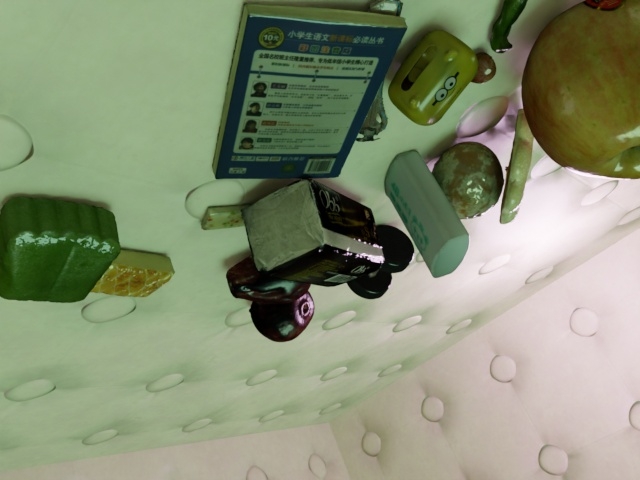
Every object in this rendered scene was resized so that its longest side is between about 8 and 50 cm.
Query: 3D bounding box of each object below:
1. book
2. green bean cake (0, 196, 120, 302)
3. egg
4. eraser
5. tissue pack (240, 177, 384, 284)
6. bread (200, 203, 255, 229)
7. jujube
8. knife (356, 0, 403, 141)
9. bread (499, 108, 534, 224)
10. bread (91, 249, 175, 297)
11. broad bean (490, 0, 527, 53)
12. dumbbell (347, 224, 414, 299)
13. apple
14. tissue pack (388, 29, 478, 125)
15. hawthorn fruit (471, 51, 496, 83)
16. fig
[{"bbox_3d":[-0.040,-0.266,1.172,0.300,0.039,0.428,-2,147,-21],"label":"book"},{"bbox_3d":[-0.558,0.026,1.230,0.222,0.125,0.248,7,138,-42],"label":"green bean cake"},{"bbox_3d":[0.388,-0.159,1.571,0.195,0.195,0.233,-15,139,-16],"label":"egg"},{"bbox_3d":[0.269,-0.070,1.527,0.104,0.290,0.189,-15,148,-16],"label":"eraser"},{"bbox_3d":[0.000,0.000,1.492,0.210,0.198,0.370,-27,159,21],"label":"tissue pack"},{"bbox_3d":[-0.213,-0.057,1.454,0.153,0.028,0.068,-6,146,-34],"label":"bread"},{"bbox_3d":[-0.143,0.105,1.661,0.236,0.168,0.168,-10,150,-19],"label":"jujube"},{"bbox_3d":[0.110,-0.336,1.203,0.089,0.043,0.365,-17,150,-13],"label":"knife"},{"bbox_3d":[0.512,-0.189,1.548,0.054,0.316,0.316,11,156,14],"label":"bread"},{"bbox_3d":[-0.471,0.083,1.452,0.125,0.068,0.188,-39,149,28],"label":"bread"},{"bbox_3d":[0.382,-0.446,1.212,0.061,0.046,0.195,-33,158,-8],"label":"broad bean"},{"bbox_3d":[0.181,0.071,1.852,0.152,0.152,0.218,-8,148,-29],"label":"dumbbell"},{"bbox_3d":[0.631,-0.309,1.253,0.391,0.347,0.391,4,153,2],"label":"apple"},{"bbox_3d":[0.222,-0.326,1.192,0.178,0.123,0.127,-51,154,17],"label":"tissue pack"},{"bbox_3d":[0.334,-0.365,1.301,0.103,0.067,0.066,-35,151,25],"label":"hawthorn fruit"},{"bbox_3d":[-0.152,0.214,1.848,0.249,0.204,0.186,1,126,25],"label":"fig"}]
